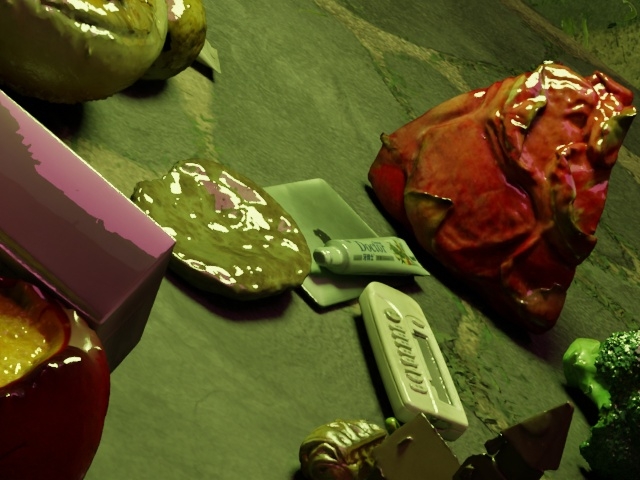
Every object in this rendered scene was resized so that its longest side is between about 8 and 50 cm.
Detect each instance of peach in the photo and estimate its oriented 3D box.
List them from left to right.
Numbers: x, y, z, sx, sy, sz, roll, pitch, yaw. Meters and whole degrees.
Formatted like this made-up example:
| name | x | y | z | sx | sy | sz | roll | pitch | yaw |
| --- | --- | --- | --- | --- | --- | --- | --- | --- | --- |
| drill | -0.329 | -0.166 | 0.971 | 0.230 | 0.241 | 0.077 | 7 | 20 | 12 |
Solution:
| name | x | y | z | sx | sy | sz | roll | pitch | yaw |
| --- | --- | --- | --- | --- | --- | --- | --- | --- | --- |
| peach | -0.264 | 0.105 | 1.222 | 0.226 | 0.196 | 0.190 | 48 | 50 | -35 |

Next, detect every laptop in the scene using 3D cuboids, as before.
| name | x | y | z | sx | sy | sz | roll | pitch | yaw |
| --- | --- | --- | --- | --- | --- | --- | --- | --- | --- |
| laptop | 0.000 | 0.000 | 2.060 | 0.187 | 0.015 | 0.269 | 46 | 24 | 15 |

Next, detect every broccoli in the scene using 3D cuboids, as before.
| name | x | y | z | sx | sy | sz | roll | pitch | yaw |
| --- | --- | --- | --- | --- | --- | --- | --- | --- | --- |
| broccoli | 0.411 | 0.178 | 2.105 | 0.254 | 0.269 | 0.269 | 27 | 25 | -37 |

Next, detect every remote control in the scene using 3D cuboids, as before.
| name | x | y | z | sx | sy | sz | roll | pitch | yaw |
| --- | --- | --- | --- | --- | --- | --- | --- | --- | --- |
| remote control | 0.097 | 0.137 | 1.906 | 0.090 | 0.049 | 0.230 | 26 | 25 | -28 |

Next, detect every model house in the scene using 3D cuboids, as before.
| name | x | y | z | sx | sy | sz | roll | pitch | yaw |
| --- | --- | --- | --- | --- | --- | --- | --- | --- | --- |
| model house | 0.144 | 0.222 | 1.564 | 0.181 | 0.248 | 0.176 | 9 | 36 | -51 |

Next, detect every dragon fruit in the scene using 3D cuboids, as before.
| name | x | y | z | sx | sy | sz | roll | pitch | yaw |
| --- | --- | --- | --- | --- | --- | --- | --- | --- | --- |
| dragon fruit | 0.253 | -0.081 | 2.209 | 0.286 | 0.329 | 0.228 | 32 | 30 | -19 |

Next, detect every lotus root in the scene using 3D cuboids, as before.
| name | x | y | z | sx | sy | sz | roll | pitch | yaw |
| --- | --- | --- | --- | --- | --- | --- | --- | --- | --- |
| lotus root | -0.202 | -0.270 | 2.118 | 0.138 | 0.138 | 0.214 | 39 | 13 | 2 |

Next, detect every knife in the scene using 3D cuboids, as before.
| name | x | y | z | sx | sy | sz | roll | pitch | yaw |
| --- | --- | --- | --- | --- | --- | --- | --- | --- | --- |
| knife | 0.083 | 0.211 | 1.696 | 0.184 | 0.026 | 0.022 | 64 | 1 | -64 |

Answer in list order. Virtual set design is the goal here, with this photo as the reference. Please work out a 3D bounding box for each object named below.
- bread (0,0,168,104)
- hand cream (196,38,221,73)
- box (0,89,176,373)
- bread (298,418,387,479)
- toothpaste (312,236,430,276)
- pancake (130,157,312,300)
| name | x | y | z | sx | sy | sz | roll | pitch | yaw |
| --- | --- | --- | --- | --- | --- | --- | --- | --- | --- |
| bread | -0.281 | -0.239 | 1.891 | 0.192 | 0.171 | 0.314 | 48 | 26 | 12 |
| hand cream | -0.208 | -0.292 | 2.261 | 0.186 | 0.054 | 0.087 | 36 | 18 | -23 |
| box | -0.239 | 0.014 | 1.390 | 0.203 | 0.252 | 0.106 | 41 | 66 | 5 |
| bread | 0.020 | 0.209 | 1.649 | 0.110 | 0.060 | 0.066 | -12 | 79 | -59 |
| toothpaste | 0.060 | 0.020 | 2.056 | 0.067 | 0.037 | 0.255 | 50 | 22 | 21 |
| pancake | -0.110 | -0.008 | 1.876 | 0.222 | 0.042 | 0.236 | 31 | 27 | -11 |
